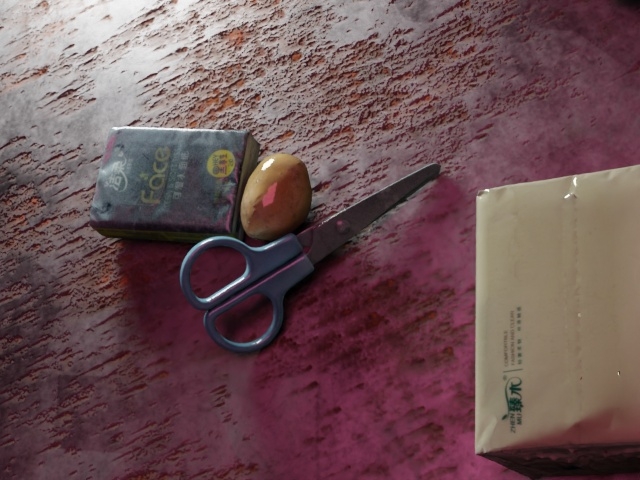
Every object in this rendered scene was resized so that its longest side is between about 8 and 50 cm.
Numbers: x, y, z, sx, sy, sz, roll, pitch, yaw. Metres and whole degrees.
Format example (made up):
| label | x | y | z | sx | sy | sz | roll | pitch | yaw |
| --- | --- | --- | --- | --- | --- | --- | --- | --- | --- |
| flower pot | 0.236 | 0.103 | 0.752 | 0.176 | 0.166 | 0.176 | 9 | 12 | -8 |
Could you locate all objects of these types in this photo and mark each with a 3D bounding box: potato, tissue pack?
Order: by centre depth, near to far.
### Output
| label | x | y | z | sx | sy | sz | roll | pitch | yaw |
| --- | --- | --- | --- | --- | --- | --- | --- | --- | --- |
| tissue pack | 0.365 | 0.111 | 1.415 | 0.297 | 0.207 | 0.380 | -12 | 64 | 32 |
| potato | -0.069 | -0.067 | 1.706 | 0.112 | 0.112 | 0.147 | 17 | 84 | 23 |
| tissue pack | -0.240 | -0.091 | 1.785 | 0.257 | 0.081 | 0.185 | 3 | 71 | 18 |

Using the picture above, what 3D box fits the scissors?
| label | x | y | z | sx | sy | sz | roll | pitch | yaw |
| --- | --- | --- | --- | --- | --- | --- | --- | --- | --- |
| scissors | 0.000 | 0.000 | 1.667 | 0.447 | 0.029 | 0.193 | -32 | 105 | -5 |
